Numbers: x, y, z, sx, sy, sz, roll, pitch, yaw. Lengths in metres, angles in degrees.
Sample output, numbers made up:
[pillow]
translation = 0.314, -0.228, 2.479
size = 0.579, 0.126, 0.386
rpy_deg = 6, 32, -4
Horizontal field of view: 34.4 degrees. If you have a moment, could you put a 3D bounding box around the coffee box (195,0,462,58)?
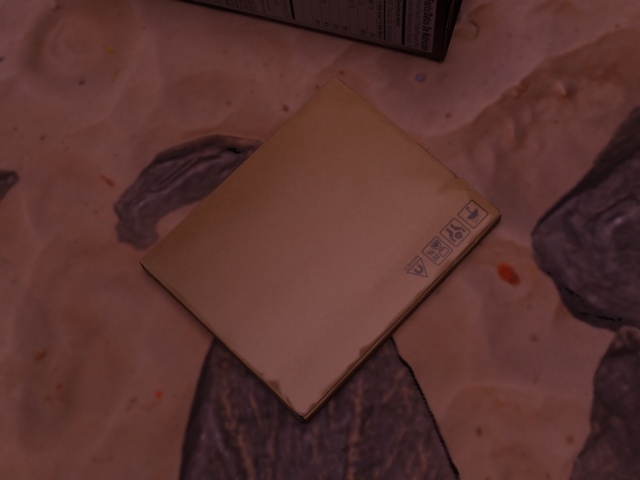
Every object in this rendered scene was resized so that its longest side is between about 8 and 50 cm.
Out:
[coffee box]
translation = -0.025, -0.264, 0.774
size = 0.297, 0.119, 0.168
rpy_deg = 14, 71, 9

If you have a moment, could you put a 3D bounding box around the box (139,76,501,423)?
[box]
translation = 0.000, 0.000, 0.729
size = 0.164, 0.021, 0.201
rpy_deg = 42, 78, 16
